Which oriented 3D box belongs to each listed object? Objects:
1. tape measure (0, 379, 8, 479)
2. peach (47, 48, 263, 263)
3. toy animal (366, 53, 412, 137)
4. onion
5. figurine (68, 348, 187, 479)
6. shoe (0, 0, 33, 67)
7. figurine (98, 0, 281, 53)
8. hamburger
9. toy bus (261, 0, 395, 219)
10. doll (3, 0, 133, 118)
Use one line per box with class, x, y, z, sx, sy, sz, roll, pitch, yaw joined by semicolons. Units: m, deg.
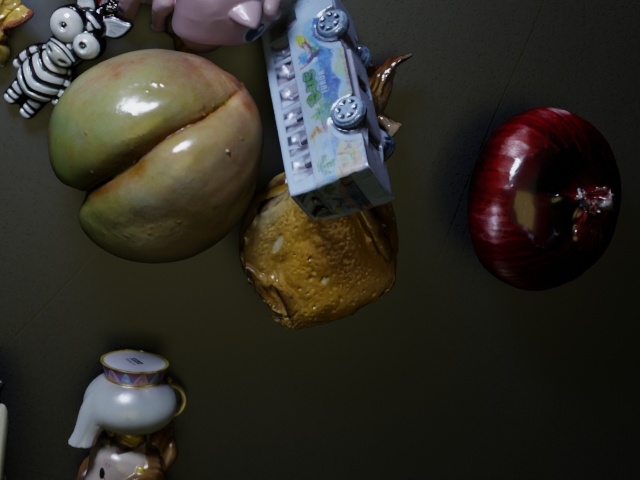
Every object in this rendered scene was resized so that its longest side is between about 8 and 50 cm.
tape measure;-0.506;0.352;1.419;0.132;0.231;0.271;6;63;-22
peach;-0.216;-0.118;1.350;0.292;0.247;0.293;0;83;0
toy animal;0.046;-0.218;1.459;0.179;0.089;0.188;36;99;0
onion;0.346;-0.056;1.449;0.273;0.285;0.273;-4;98;-31
figurine;-0.283;0.301;1.476;0.189;0.142;0.264;-1;103;-33
shoe;-0.441;-0.289;1.359;0.069;0.072;0.109;32;94;-9
figurine;-0.181;-0.351;1.372;0.287;0.186;0.176;13;60;7
hamburger;0.000;0.000;1.454;0.244;0.163;0.245;-2;109;-7
toy bus;0.007;-0.190;1.353;0.135;0.330;0.109;-21;147;17
doll;-0.353;-0.254;1.365;0.219;0.067;0.091;-42;98;20
